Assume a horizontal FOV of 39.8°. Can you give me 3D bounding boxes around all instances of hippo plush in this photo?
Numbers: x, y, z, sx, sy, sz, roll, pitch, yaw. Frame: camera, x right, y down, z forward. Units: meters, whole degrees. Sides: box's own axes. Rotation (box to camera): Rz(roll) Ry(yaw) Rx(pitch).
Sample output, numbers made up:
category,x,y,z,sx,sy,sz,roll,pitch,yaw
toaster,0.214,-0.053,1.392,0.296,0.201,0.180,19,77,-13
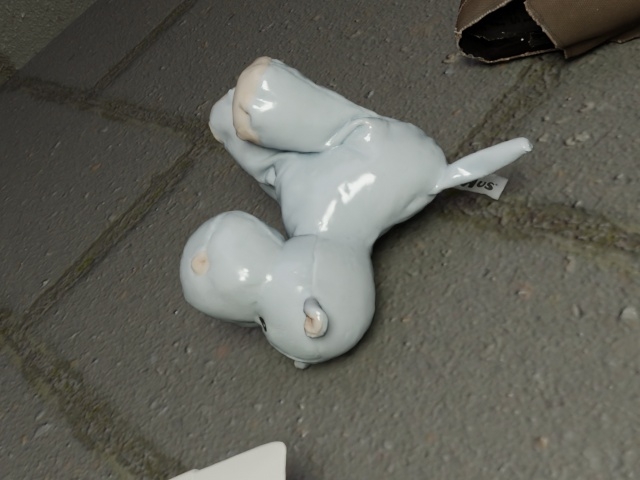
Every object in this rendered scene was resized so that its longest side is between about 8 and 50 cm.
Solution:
category,x,y,z,sx,sy,sz,roll,pitch,yaw
hippo plush,0.000,0.000,0.830,0.294,0.234,0.236,20,76,5

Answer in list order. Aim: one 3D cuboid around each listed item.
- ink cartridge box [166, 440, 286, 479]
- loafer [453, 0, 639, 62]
category,x,y,z,sx,sy,sz,roll,pitch,yaw
ink cartridge box,-0.144,0.303,0.617,0.353,0.119,0.207,-26,36,18
loafer,0.282,-0.239,0.899,0.366,0.134,0.130,0,57,56
